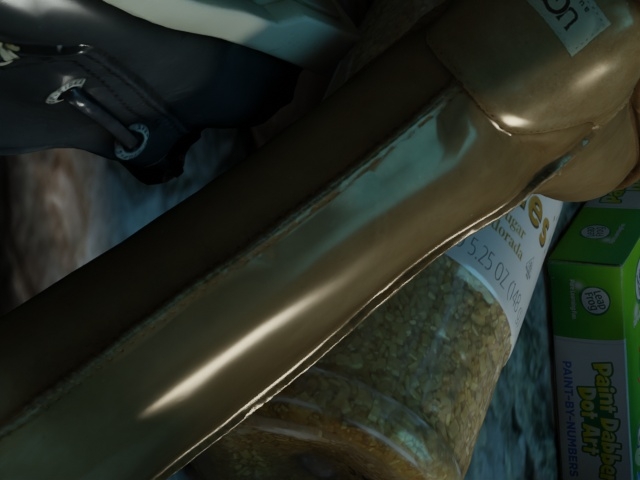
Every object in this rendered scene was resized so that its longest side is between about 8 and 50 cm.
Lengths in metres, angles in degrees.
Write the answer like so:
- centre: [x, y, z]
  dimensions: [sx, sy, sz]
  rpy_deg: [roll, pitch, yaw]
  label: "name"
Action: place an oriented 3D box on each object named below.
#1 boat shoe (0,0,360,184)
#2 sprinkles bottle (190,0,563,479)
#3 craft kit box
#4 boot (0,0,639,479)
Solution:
- centre: [-0.098, -0.072, 0.557]
  dimensions: [0.113, 0.127, 0.340]
  rpy_deg: [-43, 168, 13]
  label: "boat shoe"
- centre: [0.054, -0.037, 0.882]
  dimensions: [0.121, 0.121, 0.355]
  rpy_deg: [67, 37, -46]
  label: "sprinkles bottle"
- centre: [0.222, 0.067, 1.368]
  dimensions: [0.250, 0.061, 0.247]
  rpy_deg: [-49, 135, -53]
  label: "craft kit box"
- centre: [0.000, 0.000, 0.693]
  dimensions: [0.269, 0.089, 0.236]
  rpy_deg: [-39, 165, -6]
  label: "boot"
